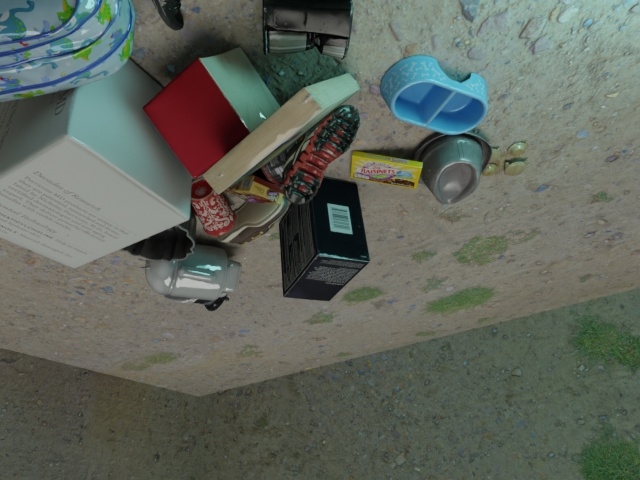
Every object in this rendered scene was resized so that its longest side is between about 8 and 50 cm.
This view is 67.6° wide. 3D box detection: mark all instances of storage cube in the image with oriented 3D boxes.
[{"bbox_3d":[-0.230,-0.286,1.070,0.193,0.183,0.214,-27,105,31],"label":"storage cube"}]

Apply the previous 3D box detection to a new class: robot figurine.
[{"bbox_3d":[-0.472,0.108,1.729,0.354,0.199,0.300,10,174,-26],"label":"robot figurine"}]

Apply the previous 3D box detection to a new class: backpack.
[{"bbox_3d":[-0.510,-0.391,0.830,0.356,0.289,0.273,-3,167,-16],"label":"backpack"}]

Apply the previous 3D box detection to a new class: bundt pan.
[{"bbox_3d":[-0.532,-0.068,1.466,0.332,0.124,0.330,6,148,4],"label":"bundt pan"}]

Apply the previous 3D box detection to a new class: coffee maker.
[{"bbox_3d":[-0.027,-0.453,0.956,0.179,0.120,0.171,-2,148,-8],"label":"coffee maker"}]

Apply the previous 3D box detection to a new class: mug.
[{"bbox_3d":[-0.359,-0.103,1.490,0.151,0.113,0.169,-10,145,4],"label":"mug"}]

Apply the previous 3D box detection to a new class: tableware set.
[{"bbox_3d":[0.566,-0.246,1.488,0.169,0.020,0.141,-6,147,6],"label":"tableware set"}]

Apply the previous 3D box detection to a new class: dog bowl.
[{"bbox_3d":[0.296,-0.356,1.212,0.298,0.073,0.166,9,146,-24],"label":"dog bowl"}]

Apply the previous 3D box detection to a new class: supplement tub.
[{"bbox_3d":[-0.063,-0.236,1.321,0.198,0.105,0.106,-18,147,19],"label":"supplement tub"}]

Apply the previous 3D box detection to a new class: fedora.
[{"bbox_3d":[0.392,-0.199,1.429,0.244,0.124,0.275,3,148,-5],"label":"fedora"}]

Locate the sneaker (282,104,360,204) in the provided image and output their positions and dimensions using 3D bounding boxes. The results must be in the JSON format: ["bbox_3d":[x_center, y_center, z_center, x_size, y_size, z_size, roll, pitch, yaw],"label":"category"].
[{"bbox_3d":[-0.010,-0.226,1.187,0.098,0.135,0.276,26,110,-32],"label":"sneaker"}]

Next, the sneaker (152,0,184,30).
[{"bbox_3d":[-0.287,-0.489,0.918,0.089,0.051,0.170,-10,146,16],"label":"sneaker"}]

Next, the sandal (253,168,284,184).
[{"bbox_3d":[-0.139,-0.192,1.424,0.179,0.067,0.040,15,155,-34],"label":"sandal"}]

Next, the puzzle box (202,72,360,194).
[{"bbox_3d":[-0.063,-0.248,1.038,0.272,0.409,0.052,-34,100,24],"label":"puzzle box"}]

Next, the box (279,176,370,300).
[{"bbox_3d":[0.000,0.000,1.539,0.183,0.296,0.294,9,147,-23],"label":"box"}]

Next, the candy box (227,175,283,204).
[{"bbox_3d":[-0.204,-0.150,1.406,0.109,0.053,0.187,22,171,-38],"label":"candy box"}]

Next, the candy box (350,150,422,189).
[{"bbox_3d":[0.193,-0.209,1.427,0.206,0.027,0.105,11,147,7],"label":"candy box"}]

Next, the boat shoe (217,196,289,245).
[{"bbox_3d":[-0.210,-0.067,1.571,0.325,0.116,0.097,-27,148,37],"label":"boat shoe"}]

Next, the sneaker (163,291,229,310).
[{"bbox_3d":[-0.520,0.244,2.036,0.269,0.101,0.153,-5,146,-7],"label":"sneaker"}]

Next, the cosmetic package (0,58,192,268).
[{"bbox_3d":[-0.548,-0.187,1.108,0.394,0.329,0.327,-21,145,22],"label":"cosmetic package"}]
